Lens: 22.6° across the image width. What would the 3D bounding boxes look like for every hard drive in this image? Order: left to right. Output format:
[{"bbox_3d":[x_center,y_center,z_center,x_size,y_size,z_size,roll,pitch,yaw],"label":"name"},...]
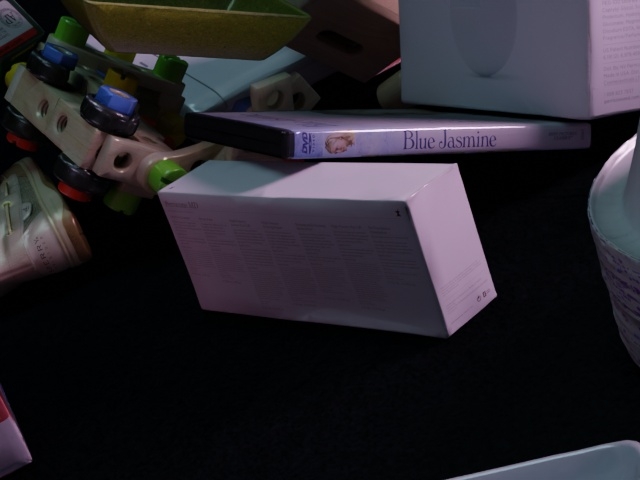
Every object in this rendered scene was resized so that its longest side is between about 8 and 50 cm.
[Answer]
[{"bbox_3d":[-0.045,-0.231,1.666,0.353,0.047,0.233,-30,40,-25],"label":"hard drive"}]

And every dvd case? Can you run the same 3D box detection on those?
[{"bbox_3d":[0.047,-0.082,1.191,0.253,0.022,0.180,-4,10,-27],"label":"dvd case"}]

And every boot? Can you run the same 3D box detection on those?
[{"bbox_3d":[-0.293,0.005,1.358,0.165,0.077,0.213,-28,23,-12],"label":"boot"}]

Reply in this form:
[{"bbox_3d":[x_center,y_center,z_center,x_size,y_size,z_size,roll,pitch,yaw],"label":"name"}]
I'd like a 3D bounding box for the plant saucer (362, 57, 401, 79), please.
[{"bbox_3d":[0.063,-0.285,1.605,0.258,0.047,0.259,-29,64,-22],"label":"plant saucer"}]

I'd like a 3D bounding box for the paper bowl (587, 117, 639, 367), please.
[{"bbox_3d":[0.283,-0.038,0.852,0.284,0.148,0.284,-16,21,7],"label":"paper bowl"}]

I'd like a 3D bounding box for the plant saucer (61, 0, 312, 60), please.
[{"bbox_3d":[-0.125,-0.188,1.342,0.188,0.045,0.188,1,18,-20],"label":"plant saucer"}]

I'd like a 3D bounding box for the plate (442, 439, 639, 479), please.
[{"bbox_3d":[0.012,0.198,0.660,0.277,0.045,0.278,-14,22,13],"label":"plate"}]

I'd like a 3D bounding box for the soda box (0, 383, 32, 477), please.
[{"bbox_3d":[-0.276,0.087,1.116,0.083,0.092,0.263,-27,22,-11],"label":"soda box"}]

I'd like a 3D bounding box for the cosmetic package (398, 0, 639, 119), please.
[{"bbox_3d":[0.175,-0.218,1.235,0.138,0.224,0.224,-12,15,-33],"label":"cosmetic package"}]

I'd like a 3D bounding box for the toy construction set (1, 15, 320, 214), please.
[{"bbox_3d":[-0.148,-0.098,1.379,0.215,0.151,0.328,14,2,-42],"label":"toy construction set"}]

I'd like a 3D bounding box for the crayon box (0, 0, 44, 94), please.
[{"bbox_3d":[-0.447,-0.056,1.409,0.313,0.106,0.363,-45,-1,44],"label":"crayon box"}]

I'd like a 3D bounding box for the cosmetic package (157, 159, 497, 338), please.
[{"bbox_3d":[0.000,0.000,1.074,0.239,0.098,0.060,4,33,46],"label":"cosmetic package"}]

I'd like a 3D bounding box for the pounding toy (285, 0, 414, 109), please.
[{"bbox_3d":[0.036,-0.190,1.456,0.094,0.181,0.206,-34,51,35],"label":"pounding toy"}]
